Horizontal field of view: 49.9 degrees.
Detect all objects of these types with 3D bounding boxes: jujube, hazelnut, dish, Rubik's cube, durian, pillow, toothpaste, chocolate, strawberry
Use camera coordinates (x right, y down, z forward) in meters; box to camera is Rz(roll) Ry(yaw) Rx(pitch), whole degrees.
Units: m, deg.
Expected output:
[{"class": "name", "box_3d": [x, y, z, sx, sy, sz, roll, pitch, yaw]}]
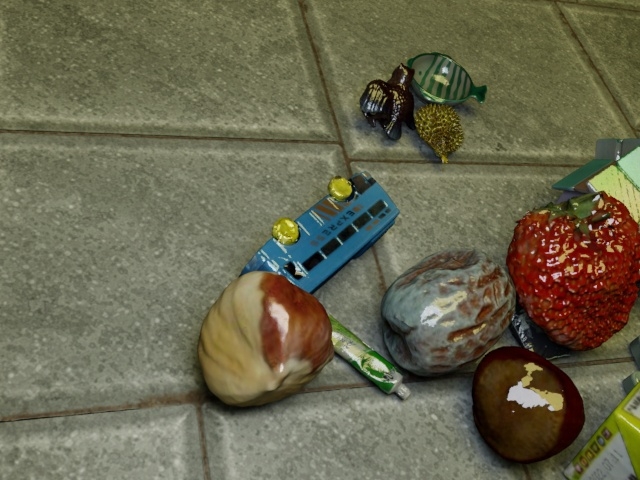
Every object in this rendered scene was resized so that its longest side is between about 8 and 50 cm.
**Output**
[{"class": "jujube", "box_3d": [0.270, 0.145, 1.433, 0.308, 0.246, 0.216, -25, 107, -26]}, {"class": "hazelnut", "box_3d": [0.406, 0.319, 1.373, 0.229, 0.229, 0.230, 10, 52, -13]}, {"class": "dish", "box_3d": [0.350, -0.440, 1.985, 0.246, 0.078, 0.224, 22, 51, -1]}, {"class": "Rubik's cube", "box_3d": [0.784, -0.068, 1.708, 0.387, 0.358, 0.368, 1, 97, -18]}, {"class": "durian", "box_3d": [0.323, -0.294, 1.848, 0.146, 0.102, 0.208, 19, 52, -25]}, {"class": "pillow", "box_3d": [0.485, 0.184, 1.590, 0.141, 0.055, 0.208, -4, 56, -33]}, {"class": "toothpaste", "box_3d": [0.082, 0.239, 1.413, 0.248, 0.047, 0.078, 38, 50, 13]}, {"class": "chocolate", "box_3d": [0.643, 0.374, 1.361, 0.137, 0.289, 0.300, 39, 51, 25]}, {"class": "hazelnut", "box_3d": [-0.098, 0.190, 1.258, 0.261, 0.261, 0.241, -3, 35, -21]}, {"class": "strawberry", "box_3d": [0.555, 0.081, 1.520, 0.312, 0.267, 0.351, -24, 108, -21]}]

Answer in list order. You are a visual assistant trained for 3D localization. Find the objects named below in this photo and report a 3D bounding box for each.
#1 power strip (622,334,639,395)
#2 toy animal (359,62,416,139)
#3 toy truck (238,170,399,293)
[{"class": "power strip", "box_3d": [0.790, 0.337, 1.579, 0.193, 0.059, 0.265, 1, 55, -19]}, {"class": "toy animal", "box_3d": [0.207, -0.368, 1.820, 0.218, 0.180, 0.116, 13, 24, -40]}, {"class": "toy truck", "box_3d": [0.000, 0.000, 1.490, 0.162, 0.161, 0.385, 47, 52, 6]}]
